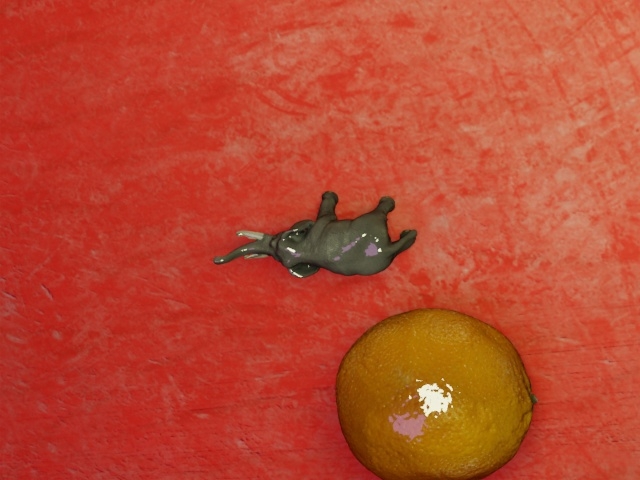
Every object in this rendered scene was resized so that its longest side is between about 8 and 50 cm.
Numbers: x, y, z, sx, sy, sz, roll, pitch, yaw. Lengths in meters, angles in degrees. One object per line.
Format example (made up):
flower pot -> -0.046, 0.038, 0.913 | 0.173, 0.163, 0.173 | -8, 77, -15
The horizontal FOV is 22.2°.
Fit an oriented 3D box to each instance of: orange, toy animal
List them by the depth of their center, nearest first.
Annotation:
orange -> 0.154, 0.213, 2.150 | 0.264, 0.264, 0.264 | 13, 119, 25
toy animal -> 0.001, -0.004, 2.202 | 0.270, 0.137, 0.082 | -1, 115, 22
